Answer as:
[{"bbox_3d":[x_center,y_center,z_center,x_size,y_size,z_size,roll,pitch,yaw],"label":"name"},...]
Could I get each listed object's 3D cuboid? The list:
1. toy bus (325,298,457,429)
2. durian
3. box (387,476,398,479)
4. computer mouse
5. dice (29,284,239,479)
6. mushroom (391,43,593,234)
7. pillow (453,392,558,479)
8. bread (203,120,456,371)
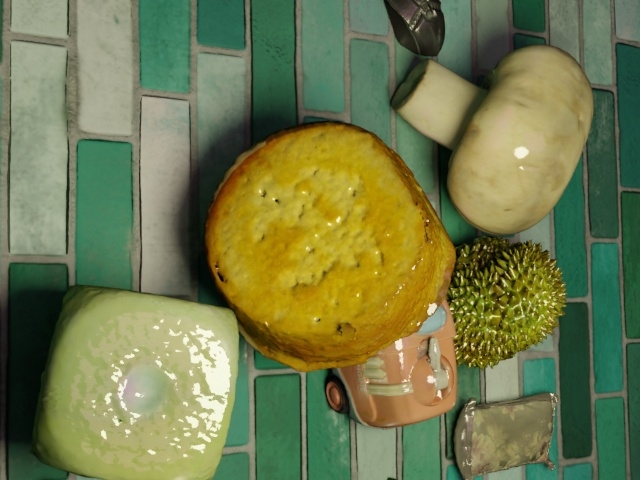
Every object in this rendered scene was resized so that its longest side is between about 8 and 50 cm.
[{"bbox_3d":[0.127,0.181,1.557,0.194,0.232,0.287,-10,93,-28],"label":"toy bus"},{"bbox_3d":[0.313,0.117,1.662,0.291,0.291,0.224,-31,114,-29],"label":"durian"},{"bbox_3d":[0.120,0.558,1.635,0.132,0.034,0.235,40,68,-22],"label":"box"},{"bbox_3d":[0.179,-0.432,1.725,0.106,0.062,0.192,-38,107,-27],"label":"computer mouse"},{"bbox_3d":[-0.257,0.198,1.286,0.254,0.250,0.252,12,82,-16],"label":"dice"},{"bbox_3d":[0.335,-0.196,1.647,0.353,0.325,0.353,-6,106,-20],"label":"mushroom"},{"bbox_3d":[0.355,0.377,1.775,0.255,0.059,0.169,1,86,-32],"label":"pillow"},{"bbox_3d":[0.000,0.000,1.417,0.398,0.215,0.398,-4,71,11],"label":"bread"}]
